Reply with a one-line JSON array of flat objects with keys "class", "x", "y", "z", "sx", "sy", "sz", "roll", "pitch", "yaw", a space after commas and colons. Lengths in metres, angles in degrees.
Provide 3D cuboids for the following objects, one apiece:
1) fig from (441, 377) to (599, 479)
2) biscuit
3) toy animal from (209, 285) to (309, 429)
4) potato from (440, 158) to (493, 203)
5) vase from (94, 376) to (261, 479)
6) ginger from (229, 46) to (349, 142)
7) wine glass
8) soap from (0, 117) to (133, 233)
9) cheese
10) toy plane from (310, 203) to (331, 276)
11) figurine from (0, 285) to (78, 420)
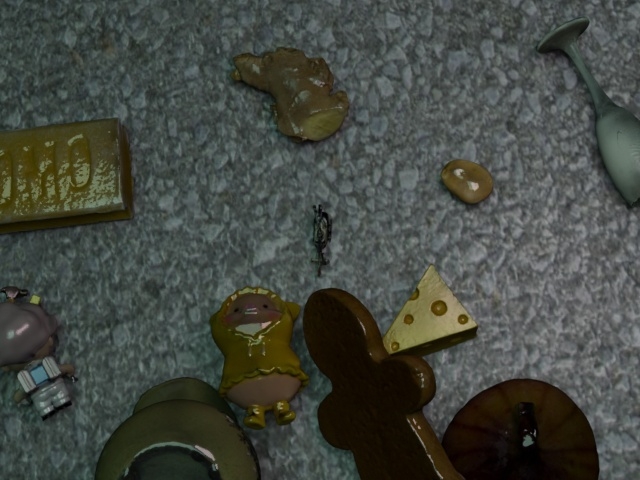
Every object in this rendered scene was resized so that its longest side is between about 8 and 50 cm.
[{"class": "fig", "x": 0.296, "y": 0.323, "z": 1.685, "sx": 0.235, "sy": 0.214, "sz": 0.235, "roll": 1, "pitch": 103, "yaw": 3}, {"class": "biscuit", "x": 0.101, "y": 0.262, "z": 1.704, "sx": 0.064, "sy": 0.283, "sz": 0.432, "roll": -16, "pitch": 73, "yaw": -38}, {"class": "toy animal", "x": -0.094, "y": 0.186, "z": 1.785, "sx": 0.156, "sy": 0.156, "sz": 0.229, "roll": -12, "pitch": 55, "yaw": 4}, {"class": "potato", "x": 0.238, "y": -0.097, "z": 1.851, "sx": 0.083, "sy": 0.062, "sz": 0.068, "roll": 37, "pitch": 53, "yaw": -9}, {"class": "vase", "x": -0.187, "y": 0.386, "z": 1.707, "sx": 0.241, "sy": 0.302, "sz": 0.329, "roll": -28, "pitch": 94, "yaw": 0}, {"class": "ginger", "x": -0.048, "y": -0.262, "z": 1.919, "sx": 0.137, "sy": 0.074, "sz": 0.213, "roll": -40, "pitch": 70, "yaw": -3}, {"class": "wine glass", "x": 0.533, "y": -0.246, "z": 1.809, "sx": 0.264, "sy": 0.096, "sz": 0.309, "roll": -30, "pitch": 76, "yaw": 15}, {"class": "soap", "x": -0.459, "y": -0.105, "z": 1.923, "sx": 0.274, "sy": 0.089, "sz": 0.173, "roll": -7, "pitch": 76, "yaw": 4}, {"class": "cheese", "x": 0.145, "y": 0.142, "z": 1.793, "sx": 0.171, "sy": 0.093, "sz": 0.126, "roll": -36, "pitch": 76, "yaw": -1}, {"class": "toy plane", "x": 0.000, "y": 0.000, "z": 1.866, "sx": 0.031, "sy": 0.049, "sz": 0.120, "roll": 1, "pitch": 95, "yaw": 8}, {"class": "figurine", "x": -0.484, "y": 0.182, "z": 1.855, "sx": 0.137, "sy": 0.112, "sz": 0.229, "roll": -29, "pitch": 86, "yaw": -5}]
